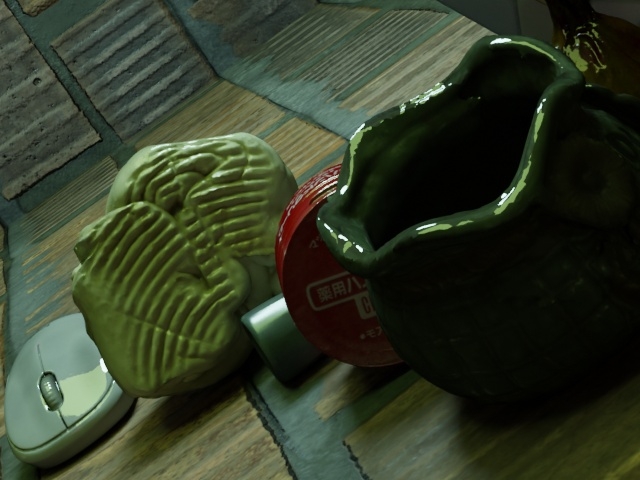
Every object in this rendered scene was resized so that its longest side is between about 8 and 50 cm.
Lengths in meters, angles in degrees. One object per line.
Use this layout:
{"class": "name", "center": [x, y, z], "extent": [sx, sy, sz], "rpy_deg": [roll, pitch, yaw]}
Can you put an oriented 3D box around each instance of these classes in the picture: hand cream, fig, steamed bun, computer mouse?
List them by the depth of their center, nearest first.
{"class": "fig", "center": [0.254, -0.143, 1.292], "extent": [0.191, 0.290, 0.190], "rpy_deg": [-17, 44, 17]}
{"class": "hand cream", "center": [0.050, 0.019, 1.353], "extent": [0.193, 0.193, 0.125], "rpy_deg": [-35, 14, 1]}
{"class": "steamed bun", "center": [-0.147, 0.032, 1.625], "extent": [0.276, 0.289, 0.203], "rpy_deg": [-8, -1, 2]}
{"class": "computer mouse", "center": [-0.330, 0.175, 1.794], "extent": [0.184, 0.121, 0.297], "rpy_deg": [-32, 15, 6]}

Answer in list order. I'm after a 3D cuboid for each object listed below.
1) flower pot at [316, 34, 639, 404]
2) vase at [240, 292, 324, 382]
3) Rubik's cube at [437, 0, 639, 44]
{"class": "flower pot", "center": [0.165, -0.023, 1.142], "extent": [0.302, 0.213, 0.302], "rpy_deg": [-33, 27, 19]}
{"class": "vase", "center": [0.024, 0.063, 1.490], "extent": [0.214, 0.086, 0.086], "rpy_deg": [-33, 16, -9]}
{"class": "Rubik's cube", "center": [0.309, -0.415, 1.684], "extent": [0.387, 0.368, 0.358], "rpy_deg": [10, 46, 28]}
